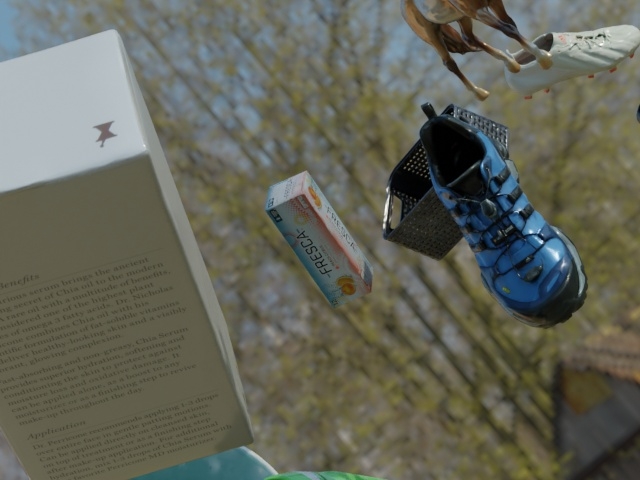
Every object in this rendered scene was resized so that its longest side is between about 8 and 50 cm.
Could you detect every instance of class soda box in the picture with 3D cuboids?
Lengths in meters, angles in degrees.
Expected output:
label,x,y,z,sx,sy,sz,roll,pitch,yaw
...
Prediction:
label,x,y,z,sx,sy,sz,roll,pitch,yaw
soda box,0.000,0.000,2.240,0.063,0.183,0.058,-23,29,20

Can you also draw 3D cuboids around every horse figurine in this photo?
label,x,y,z,sx,sy,sz,roll,pitch,yaw
horse figurine,0.143,-0.227,1.675,0.066,0.174,0.263,-45,7,-13

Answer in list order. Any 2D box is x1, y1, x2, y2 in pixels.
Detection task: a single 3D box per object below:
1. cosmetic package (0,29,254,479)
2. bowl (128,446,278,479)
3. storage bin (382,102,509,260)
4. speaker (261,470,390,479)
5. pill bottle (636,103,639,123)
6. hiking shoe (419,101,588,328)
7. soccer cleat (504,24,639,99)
label,x,y,z,sx,sy,sz,roll,pitch,yaw
cosmetic package,-0.226,0.041,1.577,0.230,0.161,0.453,-16,-39,-1
bowl,-0.191,0.405,2.179,0.311,0.311,0.163,-30,-36,-43
storage bin,0.160,-0.073,2.170,0.180,0.084,0.122,-51,25,46
speaker,0.053,0.324,1.833,0.296,0.131,0.131,17,-53,-43
pill bottle,0.484,-0.106,2.014,0.123,0.219,0.123,-32,-29,-20
hiking shoe,0.193,-0.022,1.929,0.113,0.304,0.132,-42,-43,14
soccer cleat,0.344,-0.257,2.305,0.196,0.068,0.076,-21,-55,-2
